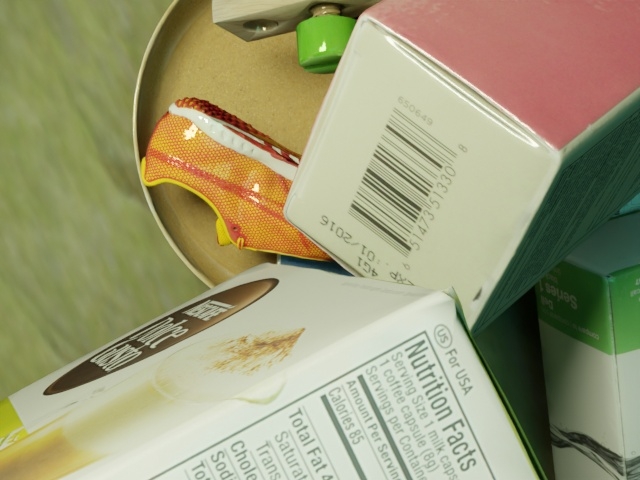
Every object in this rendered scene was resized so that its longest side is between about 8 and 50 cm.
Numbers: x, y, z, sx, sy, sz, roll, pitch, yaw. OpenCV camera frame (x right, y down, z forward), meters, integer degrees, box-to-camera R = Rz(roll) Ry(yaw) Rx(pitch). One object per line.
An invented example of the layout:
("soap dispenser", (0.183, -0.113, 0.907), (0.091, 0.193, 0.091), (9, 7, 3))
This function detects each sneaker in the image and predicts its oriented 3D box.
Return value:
("sneaker", (-0.021, -0.017, 0.938), (0.175, 0.064, 0.067), (29, 103, -6))

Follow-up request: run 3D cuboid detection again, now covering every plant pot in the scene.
("plant pot", (-0.004, -0.065, 0.994), (0.236, 0.032, 0.236), (1, 87, -22))

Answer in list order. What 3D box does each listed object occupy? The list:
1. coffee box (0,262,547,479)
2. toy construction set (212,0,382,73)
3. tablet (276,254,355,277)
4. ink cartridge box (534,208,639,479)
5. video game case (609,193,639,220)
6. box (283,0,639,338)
("coffee box", (-0.056, 0.231, 0.775), (0.334, 0.337, 0.338), (-28, 98, -12))
("toy construction set", (-0.064, -0.212, 0.869), (0.308, 0.257, 0.237), (-3, 86, 0))
("tablet", (0.000, 0.000, 0.972), (0.054, 0.006, 0.083), (4, 87, -22))
("ink cartridge box", (0.228, 0.094, 1.027), (0.160, 0.092, 0.219), (-15, 110, -22))
("video game case", (0.250, -0.095, 1.066), (0.210, 0.042, 0.232), (-9, 107, -22))
("box", (0.110, -0.073, 0.890), (0.127, 0.149, 0.232), (38, 44, 16))
